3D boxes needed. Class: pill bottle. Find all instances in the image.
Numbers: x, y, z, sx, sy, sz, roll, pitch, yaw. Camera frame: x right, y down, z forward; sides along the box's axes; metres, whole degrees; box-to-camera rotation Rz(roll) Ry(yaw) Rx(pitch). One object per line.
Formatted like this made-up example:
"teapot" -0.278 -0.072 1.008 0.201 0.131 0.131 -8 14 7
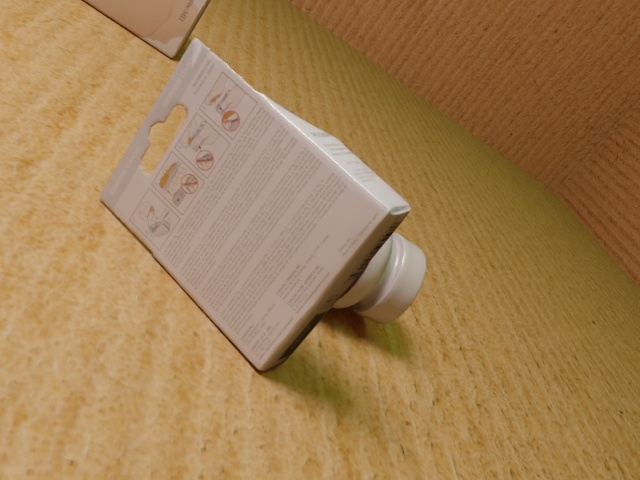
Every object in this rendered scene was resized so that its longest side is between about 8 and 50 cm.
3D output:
"pill bottle" 0.000 0.000 0.725 0.221 0.121 0.121 29 23 -22

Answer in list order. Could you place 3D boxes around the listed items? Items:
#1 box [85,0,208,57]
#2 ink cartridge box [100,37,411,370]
"box" -0.329 -0.451 1.073 0.311 0.148 0.121 31 24 -16
"ink cartridge box" -0.066 -0.032 0.590 0.232 0.189 0.066 45 22 19
